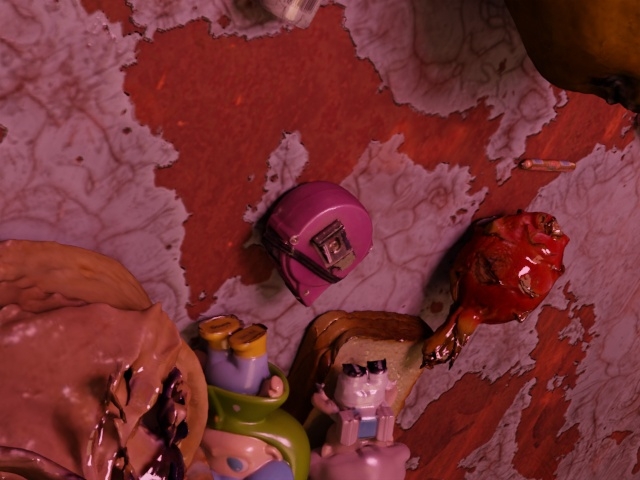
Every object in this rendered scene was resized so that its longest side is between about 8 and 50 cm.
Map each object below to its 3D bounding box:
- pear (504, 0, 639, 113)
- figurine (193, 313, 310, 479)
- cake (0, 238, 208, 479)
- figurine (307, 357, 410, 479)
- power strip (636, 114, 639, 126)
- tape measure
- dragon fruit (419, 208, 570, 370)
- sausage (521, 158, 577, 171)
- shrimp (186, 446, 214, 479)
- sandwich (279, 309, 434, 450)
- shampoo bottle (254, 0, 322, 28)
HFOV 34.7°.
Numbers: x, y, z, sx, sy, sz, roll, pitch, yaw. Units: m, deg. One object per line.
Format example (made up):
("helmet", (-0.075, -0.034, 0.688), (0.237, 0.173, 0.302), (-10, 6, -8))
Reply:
("pear", (0.333, -0.322, 0.937), (0.352, 0.352, 0.413), (-2, 114, -34))
("figurine", (-0.090, 0.214, 1.162), (0.143, 0.162, 0.263), (-33, 129, -55))
("cake", (-0.238, 0.200, 0.926), (0.333, 0.321, 0.332), (-17, 128, -23))
("figurine", (0.046, 0.247, 1.224), (0.137, 0.112, 0.228), (-6, 116, -25))
("power strip", (0.532, -0.166, 1.395), (0.271, 0.046, 0.118), (17, 110, -43))
("tape measure", (0.000, 0.000, 1.119), (0.118, 0.074, 0.125), (-39, 137, -6))
("dragon fruit", (0.204, 0.064, 1.261), (0.246, 0.125, 0.125), (-52, 168, -13))
("sausage", (0.290, -0.095, 1.296), (0.100, 0.015, 0.015), (0, 121, -36))
("shrimp", (-0.187, 0.290, 1.108), (0.287, 0.185, 0.068), (-15, 148, 38))
("sandwich", (0.038, 0.191, 1.294), (0.186, 0.065, 0.214), (6, 118, -37))
("shampoo bottle", (0.008, -0.295, 0.917), (0.065, 0.065, 0.204), (15, 112, -41))
